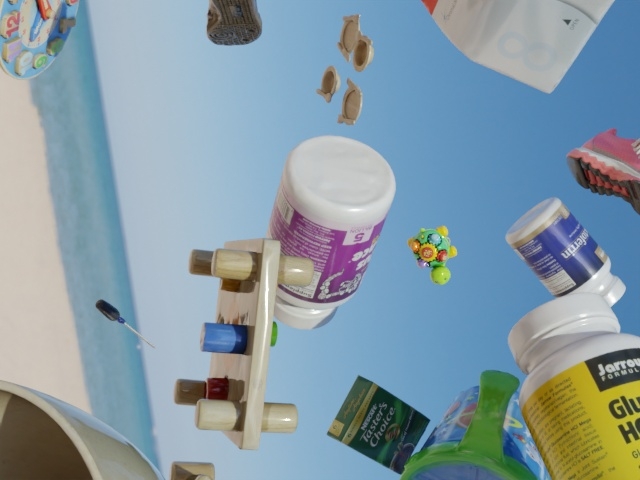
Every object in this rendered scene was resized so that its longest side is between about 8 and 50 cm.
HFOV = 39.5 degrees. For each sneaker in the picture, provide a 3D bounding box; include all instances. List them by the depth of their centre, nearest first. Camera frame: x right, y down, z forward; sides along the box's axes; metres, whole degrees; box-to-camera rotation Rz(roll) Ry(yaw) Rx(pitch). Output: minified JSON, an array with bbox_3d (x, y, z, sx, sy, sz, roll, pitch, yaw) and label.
[{"bbox_3d":[-0.098,-0.283,1.026,0.188,0.066,0.071,131,-42,-79],"label":"sneaker"},{"bbox_3d":[0.618,-0.133,1.693,0.314,0.136,0.116,39,-12,45],"label":"sneaker"}]

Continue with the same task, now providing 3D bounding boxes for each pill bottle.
[{"bbox_3d":[0.360,0.237,1.095,0.188,0.188,0.334,97,-22,-52],"label":"pill bottle"},{"bbox_3d":[0.000,0.000,1.377,0.301,0.169,0.169,108,-28,-46],"label":"pill bottle"},{"bbox_3d":[0.559,0.044,2.029,0.264,0.153,0.153,49,-13,-3],"label":"pill bottle"}]

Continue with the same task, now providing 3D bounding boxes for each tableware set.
[{"bbox_3d":[0.042,-0.269,1.402,0.141,0.020,0.168,54,-47,53],"label":"tableware set"}]

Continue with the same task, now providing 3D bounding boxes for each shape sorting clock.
[{"bbox_3d":[-0.391,-0.322,1.250,0.206,0.040,0.206,-61,169,-22],"label":"shape sorting clock"}]

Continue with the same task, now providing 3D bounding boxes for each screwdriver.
[{"bbox_3d":[-0.350,0.154,1.631,0.170,0.025,0.024,44,2,-43],"label":"screwdriver"}]

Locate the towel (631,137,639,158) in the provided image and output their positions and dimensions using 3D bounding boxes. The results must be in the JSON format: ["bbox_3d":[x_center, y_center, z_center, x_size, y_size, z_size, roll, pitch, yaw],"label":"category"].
[{"bbox_3d":[0.548,-0.141,1.227,0.144,0.197,0.029,-54,-153,39],"label":"towel"}]

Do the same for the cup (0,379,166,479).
[{"bbox_3d":[-0.254,0.301,0.829,0.237,0.331,0.331,27,47,-63],"label":"cup"}]

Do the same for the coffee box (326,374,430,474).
[{"bbox_3d":[0.099,0.308,1.475,0.040,0.113,0.184,20,-15,47],"label":"coffee box"}]

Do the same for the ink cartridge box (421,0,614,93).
[{"bbox_3d":[0.237,-0.407,1.316,0.308,0.385,0.091,112,0,-61],"label":"ink cartridge box"}]

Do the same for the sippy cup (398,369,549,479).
[{"bbox_3d":[0.260,0.353,1.407,0.305,0.240,0.224,-46,-176,36],"label":"sippy cup"}]

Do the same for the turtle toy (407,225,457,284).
[{"bbox_3d":[0.244,0.033,1.930,0.130,0.095,0.066,65,23,-5],"label":"turtle toy"}]

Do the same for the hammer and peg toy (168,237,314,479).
[{"bbox_3d":[-0.107,0.178,1.154,0.266,0.127,0.361,173,-77,-73],"label":"hammer and peg toy"}]
